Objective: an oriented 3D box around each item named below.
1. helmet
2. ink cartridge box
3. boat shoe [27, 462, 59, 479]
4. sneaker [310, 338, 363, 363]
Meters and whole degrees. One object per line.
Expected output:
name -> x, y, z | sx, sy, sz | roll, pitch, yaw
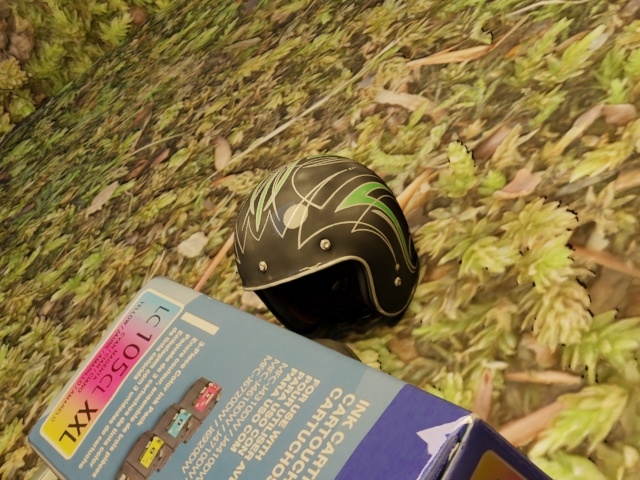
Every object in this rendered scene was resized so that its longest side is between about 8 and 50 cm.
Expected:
helmet -> 0.000, 0.000, 0.952 | 0.169, 0.161, 0.169 | -30, 32, 21
ink cartridge box -> 0.038, 0.179, 0.570 | 0.151, 0.270, 0.395 | -55, 32, -11
boat shoe -> -0.238, 0.252, 0.892 | 0.302, 0.091, 0.114 | -50, 11, -4
sneaker -> -0.088, 0.202, 0.789 | 0.122, 0.146, 0.330 | 33, 80, 34
